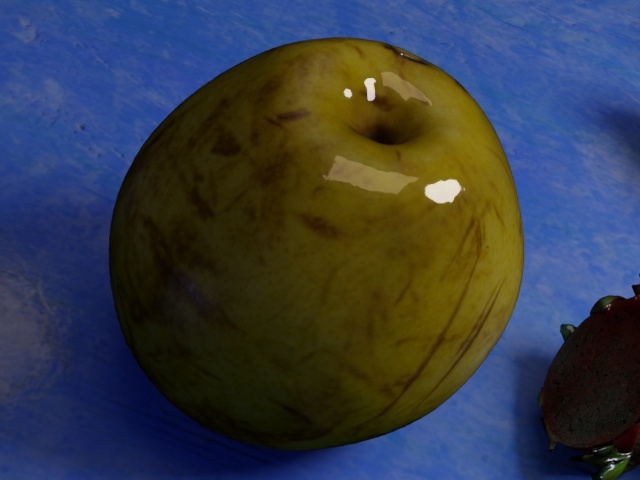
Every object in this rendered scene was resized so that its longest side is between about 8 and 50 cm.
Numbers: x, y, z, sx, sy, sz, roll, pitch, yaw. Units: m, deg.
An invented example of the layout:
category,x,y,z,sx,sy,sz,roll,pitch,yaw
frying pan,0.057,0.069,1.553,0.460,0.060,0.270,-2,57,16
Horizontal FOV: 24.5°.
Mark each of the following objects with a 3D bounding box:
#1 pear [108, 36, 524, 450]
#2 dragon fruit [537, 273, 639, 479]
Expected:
category,x,y,z,sx,sy,sz,roll,pitch,yaw
pear,0.000,0.000,0.970,0.281,0.280,0.280,8,44,-7
dragon fruit,0.231,0.095,1.037,0.175,0.142,0.138,6,4,-38
